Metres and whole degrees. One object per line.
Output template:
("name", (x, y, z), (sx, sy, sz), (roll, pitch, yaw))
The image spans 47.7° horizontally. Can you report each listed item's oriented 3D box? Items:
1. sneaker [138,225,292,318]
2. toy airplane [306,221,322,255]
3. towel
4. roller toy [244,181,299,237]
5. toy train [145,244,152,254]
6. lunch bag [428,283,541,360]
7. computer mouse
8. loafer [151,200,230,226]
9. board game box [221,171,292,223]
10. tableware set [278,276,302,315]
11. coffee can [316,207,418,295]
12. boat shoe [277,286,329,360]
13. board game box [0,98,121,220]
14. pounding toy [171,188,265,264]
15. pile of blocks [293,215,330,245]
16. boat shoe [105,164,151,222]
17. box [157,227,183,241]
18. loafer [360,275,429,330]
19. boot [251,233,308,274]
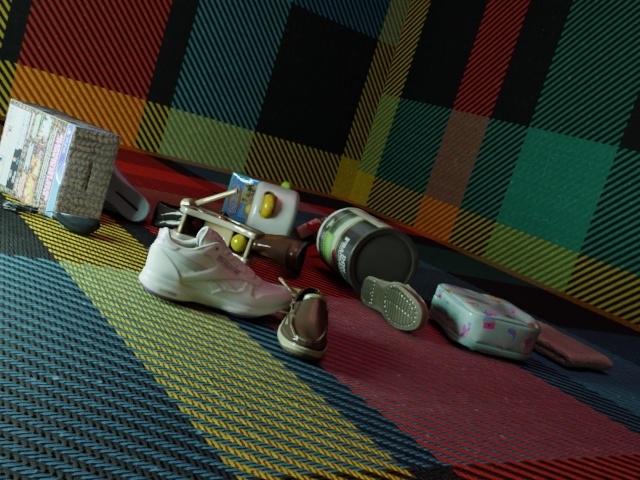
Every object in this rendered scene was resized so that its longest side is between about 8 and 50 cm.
("sneaker", (-0.187, 0.062, 1.406), (0.305, 0.152, 0.114), (15, 7, -23))
("toy airplane", (0.000, 0.000, 2.311), (0.151, 0.028, 0.151), (22, 47, -25))
("towel", (0.629, 0.280, 1.977), (0.187, 0.049, 0.282), (10, 12, -33))
("roller toy", (-0.156, -0.073, 2.170), (0.146, 0.191, 0.209), (17, 25, -8))
("toy train", (-0.324, 0.043, 1.656), (0.158, 0.027, 0.036), (19, 5, 7))
("lunch bag", (0.398, 0.201, 1.819), (0.224, 0.108, 0.279), (12, 9, -13))
("computer mouse", (-0.622, -0.052, 1.663), (0.242, 0.041, 0.071), (12, -1, 8))
("loafer", (-0.359, -0.076, 2.002), (0.220, 0.078, 0.080), (1, 11, 0))
("board game box", (-0.222, -0.130, 2.494), (0.210, 0.160, 0.047), (19, 8, 7))
("tableware set", (-0.064, 0.126, 1.604), (0.128, 0.039, 0.194), (18, 9, 1))
("coffee can", (0.125, 0.033, 2.025), (0.201, 0.201, 0.275), (14, 9, -21))
("boat shoe", (-0.027, 0.145, 1.374), (0.095, 0.095, 0.257), (16, 9, -6))
("board game box", (-0.672, -0.202, 1.831), (0.291, 0.232, 0.141), (24, 11, 33))
("pounding toy", (-0.251, -0.056, 1.735), (0.269, 0.155, 0.154), (23, 6, 26))
("pile of blocks", (0.015, -0.011, 2.493), (0.362, 0.149, 0.113), (-18, 78, -60))
("boat shoe", (-0.586, -0.158, 1.980), (0.302, 0.109, 0.094), (47, -10, -2))
("box", (-0.297, 0.019, 1.821), (0.186, 0.038, 0.145), (25, 11, 35))
("loafer", (0.194, 0.148, 1.771), (0.092, 0.102, 0.268), (6, 12, -26))
("boot", (-0.177, 0.004, 1.971), (0.280, 0.096, 0.264), (14, 12, -5))
